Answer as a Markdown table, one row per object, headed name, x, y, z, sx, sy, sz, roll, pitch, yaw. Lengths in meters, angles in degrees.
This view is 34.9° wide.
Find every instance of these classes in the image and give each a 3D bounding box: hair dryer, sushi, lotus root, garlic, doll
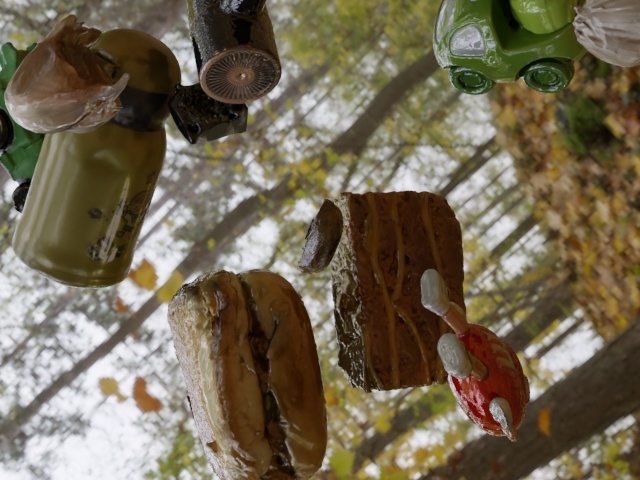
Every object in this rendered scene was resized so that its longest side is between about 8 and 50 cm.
| name | x | y | z | sx | sy | sz | roll | pitch | yaw |
| --- | --- | --- | --- | --- | --- | --- | --- | --- | --- |
| hair dryer | -0.073 | -0.349 | 1.214 | 0.107 | 0.352 | 0.189 | 3 | -127 | -23 |
| sushi | -0.151 | -0.172 | 1.325 | 0.084 | 0.083 | 0.056 | 56 | 162 | 19 |
| lotus root | 0.002 | 0.001 | 0.994 | 0.030 | 0.083 | 0.037 | 24 | -142 | 9 |
| garlic | -0.266 | -0.163 | 1.109 | 0.099 | 0.124 | 0.174 | 48 | -172 | 12 |
| doll | 0.180 | 0.147 | 1.138 | 0.217 | 0.085 | 0.183 | 56 | -168 | -38 |
| garlic | 0.278 | -0.216 | 0.929 | 0.094 | 0.074 | 0.113 | -6 | -99 | -42 |

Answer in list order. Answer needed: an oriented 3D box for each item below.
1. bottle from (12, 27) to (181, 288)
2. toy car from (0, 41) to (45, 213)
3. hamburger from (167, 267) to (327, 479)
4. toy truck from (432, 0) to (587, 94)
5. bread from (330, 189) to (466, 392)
| name | x | y | z | sx | sy | sz | roll | pitch | yaw |
| --- | --- | --- | --- | --- | --- | --- | --- | --- | --- |
| bottle | -0.295 | -0.119 | 1.405 | 0.171 | 0.351 | 0.171 | 21 | -159 | -8 |
| toy car | -0.577 | -0.209 | 2.083 | 0.358 | 0.176 | 0.213 | 59 | -169 | -3 |
| hamburger | -0.107 | 0.189 | 1.406 | 0.284 | 0.174 | 0.304 | 163 | 100 | -67 |
| toy truck | 0.220 | -0.270 | 1.163 | 0.187 | 0.148 | 0.210 | 10 | 153 | 14 |
| bread | 0.111 | 0.070 | 1.434 | 0.185 | 0.114 | 0.274 | -1 | -98 | -28 |
